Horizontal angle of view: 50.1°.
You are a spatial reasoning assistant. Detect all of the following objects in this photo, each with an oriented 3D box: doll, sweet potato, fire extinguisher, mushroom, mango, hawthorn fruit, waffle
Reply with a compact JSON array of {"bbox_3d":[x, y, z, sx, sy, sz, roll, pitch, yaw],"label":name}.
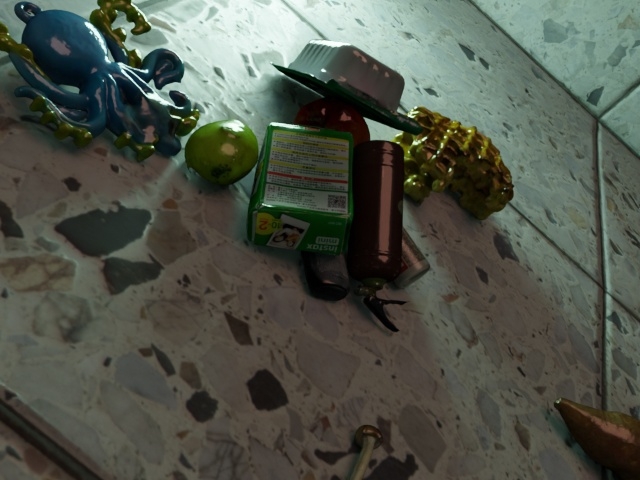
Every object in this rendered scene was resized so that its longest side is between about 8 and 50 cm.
[{"bbox_3d":[-0.363,-0.266,1.136,0.341,0.098,0.346,49,39,-16],"label":"doll"},{"bbox_3d":[0.609,0.410,1.376,0.336,0.131,0.131,42,36,-6],"label":"sweet potato"},{"bbox_3d":[0.115,-0.006,1.267,0.138,0.102,0.344,14,69,-32],"label":"fire extinguisher"},{"bbox_3d":[0.005,0.343,0.927,0.068,0.043,0.306,36,34,19],"label":"mushroom"},{"bbox_3d":[-0.166,-0.163,1.205,0.119,0.100,0.178,37,29,-7],"label":"mango"},{"bbox_3d":[0.015,-0.212,1.362,0.157,0.157,0.194,61,10,22],"label":"hawthorn fruit"},{"bbox_3d":[0.316,-0.182,1.656,0.324,0.151,0.261,14,49,-37],"label":"waffle"}]

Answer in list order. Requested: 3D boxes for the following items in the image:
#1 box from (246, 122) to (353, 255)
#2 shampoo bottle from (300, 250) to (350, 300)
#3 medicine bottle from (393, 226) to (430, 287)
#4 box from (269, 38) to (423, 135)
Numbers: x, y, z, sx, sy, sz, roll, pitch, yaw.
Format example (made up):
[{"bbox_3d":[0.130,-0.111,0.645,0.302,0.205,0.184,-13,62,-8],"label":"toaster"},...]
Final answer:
[{"bbox_3d":[-0.031,-0.096,1.214,0.179,0.103,0.250,7,49,-4],"label":"box"},{"bbox_3d":[0.000,0.000,1.245,0.087,0.049,0.234,17,44,-31],"label":"shampoo bottle"},{"bbox_3d":[0.147,0.018,1.346,0.079,0.079,0.140,-15,66,-50],"label":"medicine bottle"},{"bbox_3d":[0.061,-0.348,1.470,0.264,0.106,0.336,24,9,-27],"label":"box"}]
